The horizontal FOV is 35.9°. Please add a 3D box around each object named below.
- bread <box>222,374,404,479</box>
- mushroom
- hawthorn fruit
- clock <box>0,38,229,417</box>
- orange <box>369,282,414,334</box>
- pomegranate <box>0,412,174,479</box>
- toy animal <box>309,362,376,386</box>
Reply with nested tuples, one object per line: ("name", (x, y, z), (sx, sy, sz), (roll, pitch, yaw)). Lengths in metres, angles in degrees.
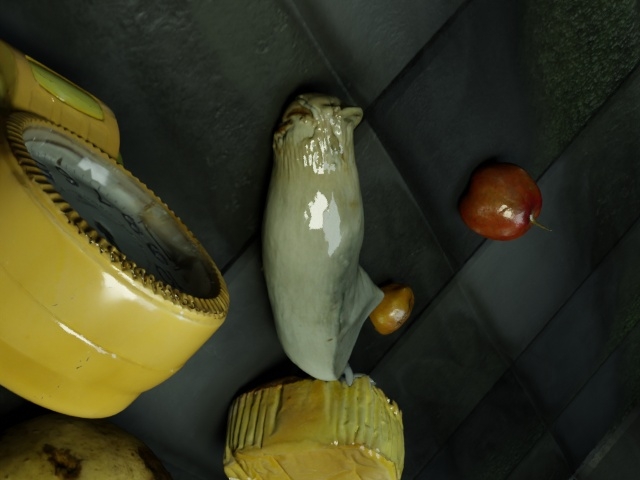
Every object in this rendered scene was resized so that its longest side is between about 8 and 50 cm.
("bread", (-0.010, 0.272, 1.366), (0.250, 0.133, 0.179), (-13, 131, 18))
("mushroom", (0.000, -0.001, 1.219), (0.177, 0.126, 0.397), (-52, 152, -32))
("hawthorn fruit", (0.283, -0.053, 1.522), (0.125, 0.140, 0.125), (-49, -179, 1))
("clock", (-0.218, -0.002, 0.775), (0.200, 0.317, 0.244), (-50, 149, 9))
("orange", (0.104, 0.099, 1.496), (0.086, 0.062, 0.086), (-47, -172, 9))
("pomegranate", (-0.282, 0.327, 1.066), (0.281, 0.281, 0.281), (-32, 142, -28))
("toy animal", (0.013, 0.219, 1.493), (0.124, 0.071, 0.085), (-39, 144, -20))
